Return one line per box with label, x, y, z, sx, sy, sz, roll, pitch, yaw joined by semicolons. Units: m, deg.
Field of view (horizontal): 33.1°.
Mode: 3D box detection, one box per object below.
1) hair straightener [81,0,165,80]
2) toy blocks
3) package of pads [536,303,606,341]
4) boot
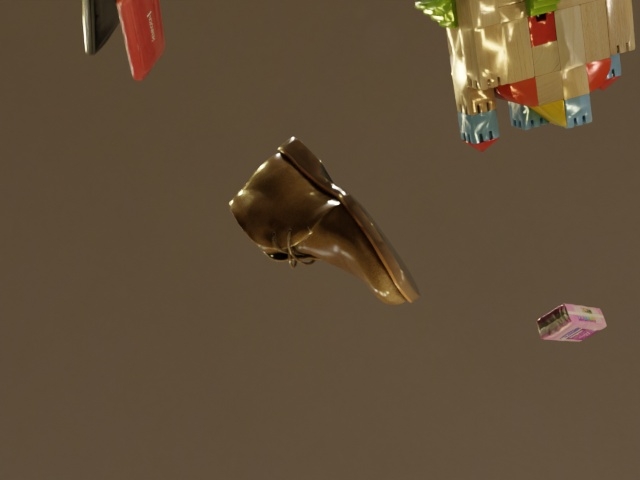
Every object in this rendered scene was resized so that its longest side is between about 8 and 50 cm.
hair straightener;-0.154;-0.189;0.684;0.089;0.230;0.047;27;-110;10
toy blocks;0.361;-0.295;1.742;0.191;0.381;0.261;-144;-140;-65
package of pads;0.314;0.104;1.346;0.050;0.083;0.032;-36;-121;37
boot;0.000;0.000;1.136;0.115;0.112;0.305;-37;-143;-6
